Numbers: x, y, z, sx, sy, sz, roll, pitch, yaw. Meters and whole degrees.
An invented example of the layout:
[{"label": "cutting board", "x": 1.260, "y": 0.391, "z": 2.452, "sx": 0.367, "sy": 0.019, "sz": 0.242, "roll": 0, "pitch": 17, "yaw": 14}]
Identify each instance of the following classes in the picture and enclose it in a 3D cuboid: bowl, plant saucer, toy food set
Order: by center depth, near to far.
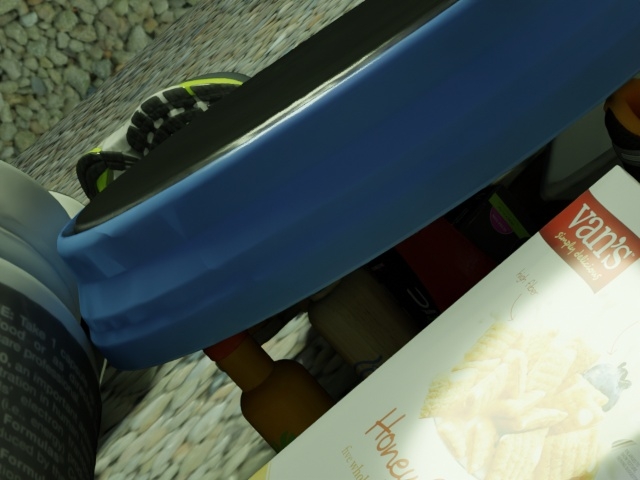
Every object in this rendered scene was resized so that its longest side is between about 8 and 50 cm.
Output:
[{"label": "toy food set", "x": 0.051, "y": 0.043, "z": 0.861, "sx": 0.111, "sy": 0.104, "sz": 0.232, "roll": -51, "pitch": 16, "yaw": -31}, {"label": "bowl", "x": 0.031, "y": -0.075, "z": 0.972, "sx": 0.391, "sy": 0.077, "sz": 0.391, "roll": -33, "pitch": 9, "yaw": 6}, {"label": "plant saucer", "x": 0.135, "y": -0.034, "z": 1.048, "sx": 0.083, "sy": 0.015, "sz": 0.083, "roll": -39, "pitch": 14, "yaw": 12}]

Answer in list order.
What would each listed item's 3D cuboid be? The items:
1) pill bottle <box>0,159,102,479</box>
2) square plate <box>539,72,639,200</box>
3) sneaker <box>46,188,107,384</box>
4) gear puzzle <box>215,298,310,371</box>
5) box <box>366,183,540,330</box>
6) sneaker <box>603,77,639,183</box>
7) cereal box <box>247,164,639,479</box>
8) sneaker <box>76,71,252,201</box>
[{"label": "pill bottle", "x": -0.216, "y": 0.129, "z": 0.938, "sx": 0.204, "sy": 0.204, "sz": 0.361, "roll": -35, "pitch": 34, "yaw": 28}, {"label": "square plate", "x": 0.280, "y": -0.178, "z": 0.996, "sx": 0.347, "sy": 0.049, "sz": 0.344, "roll": -34, "pitch": 17, "yaw": 28}, {"label": "sneaker", "x": -0.326, "y": 0.165, "z": 1.409, "sx": 0.447, "sy": 0.169, "sz": 0.257, "roll": -48, "pitch": 20, "yaw": 7}, {"label": "gear puzzle", "x": 0.000, "y": 0.000, "z": 1.101, "sx": 0.175, "sy": 0.044, "sz": 0.339, "roll": -41, "pitch": 1, "yaw": 17}, {"label": "box", "x": 0.077, "y": 0.014, "z": 0.967, "sx": 0.052, "sy": 0.062, "sz": 0.083, "roll": -46, "pitch": 13, "yaw": -23}, {"label": "sneaker", "x": 0.212, "y": -0.065, "z": 0.790, "sx": 0.215, "sy": 0.083, "sz": 0.084, "roll": -30, "pitch": 17, "yaw": 37}, {"label": "cereal box", "x": 0.068, "y": 0.094, "z": 0.699, "sx": 0.240, "sy": 0.047, "sz": 0.173, "roll": -42, "pitch": 31, "yaw": 5}, {"label": "sneaker", "x": -0.134, "y": -0.112, "z": 1.841, "sx": 0.300, "sy": 0.111, "sz": 0.121, "roll": -20, "pitch": 22, "yaw": 52}]
